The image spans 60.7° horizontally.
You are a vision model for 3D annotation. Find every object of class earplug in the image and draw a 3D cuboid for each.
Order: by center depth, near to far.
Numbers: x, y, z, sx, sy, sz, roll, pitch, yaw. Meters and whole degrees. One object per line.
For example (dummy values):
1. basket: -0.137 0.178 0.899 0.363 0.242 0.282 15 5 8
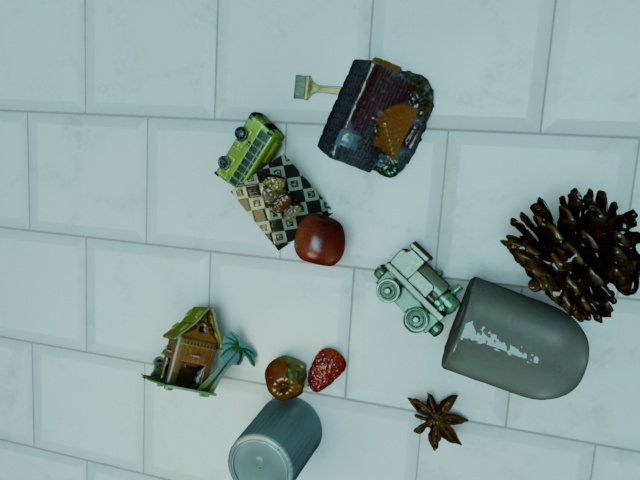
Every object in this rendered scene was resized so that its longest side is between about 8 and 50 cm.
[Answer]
1. earplug: 0.612 0.317 1.698 0.394 0.312 0.313 19 102 10

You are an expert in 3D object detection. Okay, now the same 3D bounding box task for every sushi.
1. sushi: -0.137 -0.121 1.927 0.264 0.050 0.290 -33 113 17

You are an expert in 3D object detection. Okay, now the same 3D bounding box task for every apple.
1. apple: 0.000 0.000 1.898 0.181 0.181 0.168 21 100 13
2. apple: -0.133 0.512 2.013 0.147 0.158 0.156 -23 95 20

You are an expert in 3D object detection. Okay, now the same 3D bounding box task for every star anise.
1. star anise: 0.410 0.621 1.896 0.196 0.111 0.212 -27 58 -1

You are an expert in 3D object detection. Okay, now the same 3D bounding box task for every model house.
1. model house: 0.168 -0.398 1.714 0.297 0.339 0.360 29 104 13
2. model house: -0.454 0.426 2.120 0.300 0.340 0.324 -7 67 55

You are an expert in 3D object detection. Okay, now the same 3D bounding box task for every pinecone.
1. pinecone: 0.743 0.026 1.588 0.397 0.398 0.398 2 98 16

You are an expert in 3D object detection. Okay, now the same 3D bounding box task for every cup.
1. cup: -0.193 0.754 1.981 0.331 0.311 0.257 -19 91 18

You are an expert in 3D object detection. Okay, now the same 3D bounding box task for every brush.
1. brush: 0.005 -0.529 1.911 0.205 0.011 0.083 9 99 14

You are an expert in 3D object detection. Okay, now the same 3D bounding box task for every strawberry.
1. strawberry: 0.016 0.486 2.008 0.121 0.082 0.188 29 101 8

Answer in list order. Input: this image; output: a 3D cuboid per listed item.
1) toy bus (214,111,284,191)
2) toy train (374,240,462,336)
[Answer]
1. toy bus: -0.247 -0.314 1.953 0.150 0.128 0.262 38 108 6
2. toy train: 0.330 0.167 1.839 0.221 0.150 0.304 -46 78 10
